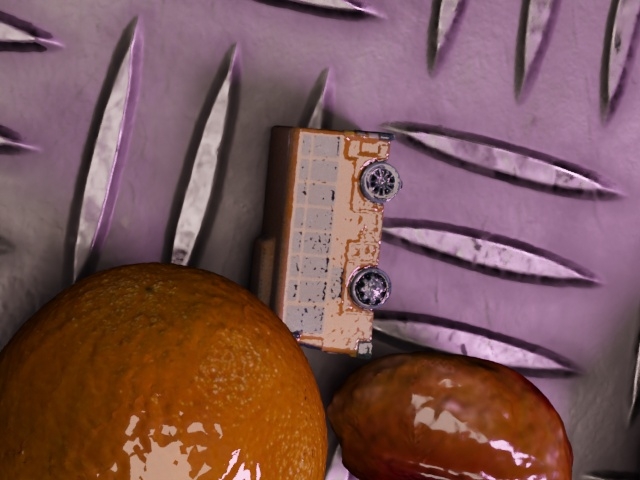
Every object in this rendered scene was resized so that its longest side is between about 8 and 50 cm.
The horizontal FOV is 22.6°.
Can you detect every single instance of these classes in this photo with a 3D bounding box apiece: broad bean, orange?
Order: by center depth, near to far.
[{"bbox_3d":[-0.124,0.153,1.175,0.274,0.274,0.274,-2,97,-15],"label":"orange"},{"bbox_3d":[0.110,0.163,1.305,0.228,0.156,0.122,31,55,-20],"label":"broad bean"}]

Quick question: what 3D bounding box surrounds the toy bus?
[{"bbox_3d":[0.000,0.000,1.279,0.103,0.091,0.182,4,94,-15],"label":"toy bus"}]
